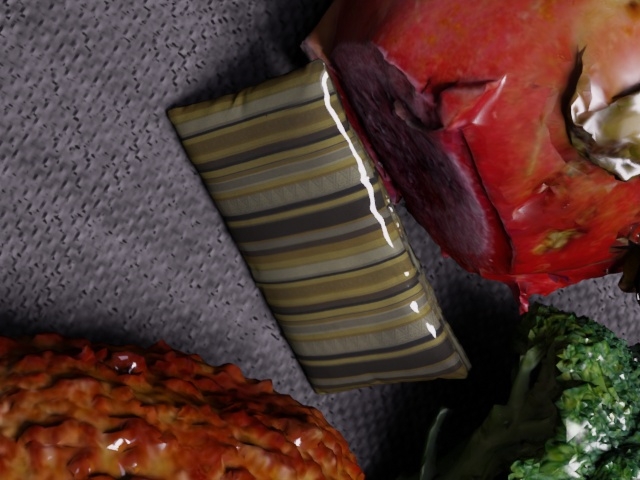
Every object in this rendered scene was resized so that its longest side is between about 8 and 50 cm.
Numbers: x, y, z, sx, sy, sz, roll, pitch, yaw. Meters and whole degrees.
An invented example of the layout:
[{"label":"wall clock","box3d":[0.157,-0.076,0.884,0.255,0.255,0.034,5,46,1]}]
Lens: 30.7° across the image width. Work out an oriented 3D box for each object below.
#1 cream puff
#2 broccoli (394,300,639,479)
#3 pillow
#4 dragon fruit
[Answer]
[{"label":"cream puff","box3d":[-0.111,0.207,0.579,0.350,0.228,0.351,-5,103,-24]},{"label":"broccoli","box3d":[0.141,0.170,0.673,0.261,0.241,0.269,63,33,-38]},{"label":"pillow","box3d":[0.000,0.000,0.665,0.203,0.113,0.038,64,35,-20]},{"label":"dragon fruit","box3d":[0.160,-0.117,0.626,0.291,0.269,0.250,-33,120,-13]}]
